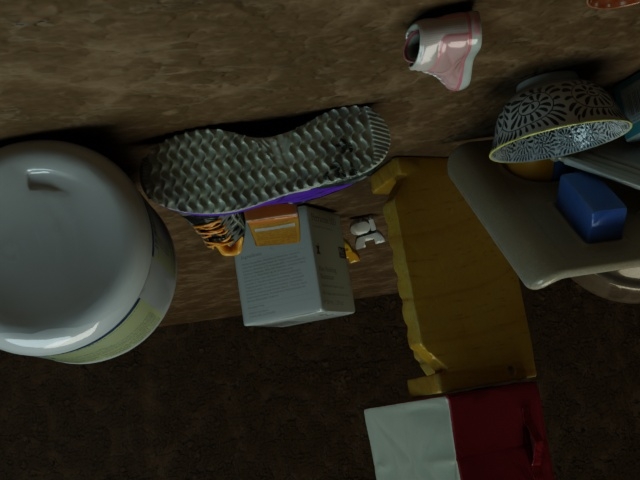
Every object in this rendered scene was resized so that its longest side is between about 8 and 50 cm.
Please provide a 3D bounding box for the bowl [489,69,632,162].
[{"bbox_3d":[0.279,-0.153,1.262,0.170,0.080,0.170,-9,171,-1],"label":"bowl"}]

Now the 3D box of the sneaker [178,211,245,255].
[{"bbox_3d":[-0.154,-0.029,1.556,0.084,0.083,0.215,-11,170,13],"label":"sneaker"}]

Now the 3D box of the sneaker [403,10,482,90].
[{"bbox_3d":[0.111,-0.180,1.015,0.070,0.051,0.134,-8,168,-2],"label":"sneaker"}]

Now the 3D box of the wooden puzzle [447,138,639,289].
[{"bbox_3d":[0.379,-0.081,1.391,0.348,0.080,0.322,-12,-144,-9],"label":"wooden puzzle"}]

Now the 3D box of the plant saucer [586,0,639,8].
[{"bbox_3d":[0.285,-0.235,0.972,0.084,0.013,0.083,-9,171,-1],"label":"plant saucer"}]

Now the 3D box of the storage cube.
[{"bbox_3d":[0.207,0.317,1.571,0.193,0.183,0.215,-1,168,-39],"label":"storage cube"}]

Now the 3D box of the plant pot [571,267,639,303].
[{"bbox_3d":[0.504,-0.063,1.655,0.263,0.263,0.229,-9,154,-9],"label":"plant pot"}]

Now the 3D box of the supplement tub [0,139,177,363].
[{"bbox_3d":[-0.297,0.027,1.257,0.236,0.235,0.325,-10,171,-2],"label":"supplement tub"}]

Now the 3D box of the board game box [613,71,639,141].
[{"bbox_3d":[0.574,-0.204,1.279,0.336,0.079,0.254,-7,171,-19],"label":"board game box"}]

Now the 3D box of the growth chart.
[{"bbox_3d":[0.424,-0.127,1.378,0.237,0.021,0.172,-28,-137,-35],"label":"growth chart"}]

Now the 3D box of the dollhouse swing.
[{"bbox_3d":[0.146,0.075,1.694,0.315,0.346,0.305,-2,169,-41],"label":"dollhouse swing"}]

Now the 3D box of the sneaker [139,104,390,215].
[{"bbox_3d":[-0.066,-0.079,1.274,0.293,0.102,0.146,-9,172,-6],"label":"sneaker"}]

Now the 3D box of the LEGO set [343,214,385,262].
[{"bbox_3d":[0.000,0.000,1.950,0.227,0.093,0.087,-16,-158,5],"label":"LEGO set"}]

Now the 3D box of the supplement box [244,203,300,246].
[{"bbox_3d":[-0.072,-0.046,1.558,0.080,0.078,0.233,-10,170,0],"label":"supplement box"}]

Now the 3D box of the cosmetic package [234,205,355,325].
[{"bbox_3d":[-0.047,0.049,1.831,0.152,0.183,0.151,-12,171,22],"label":"cosmetic package"}]
